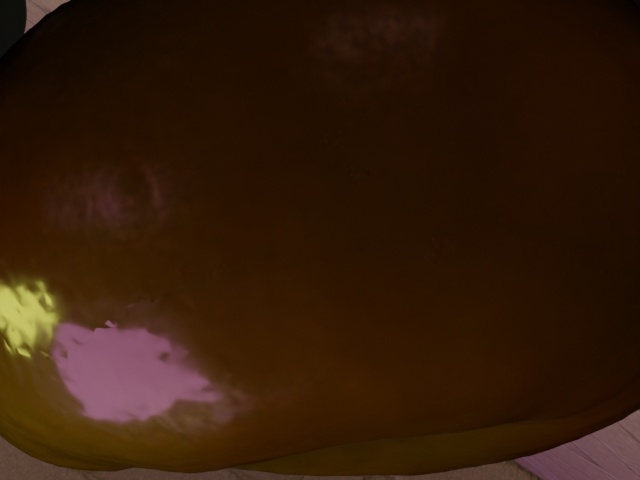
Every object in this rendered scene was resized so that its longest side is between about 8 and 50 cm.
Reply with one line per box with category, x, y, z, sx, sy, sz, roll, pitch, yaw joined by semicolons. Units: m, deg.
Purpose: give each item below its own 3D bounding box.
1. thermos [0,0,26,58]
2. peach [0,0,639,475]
thermos;-0.221;-0.172;0.764;0.145;0.182;0.286;0;-152;-35
peach;0.000;0.000;0.486;0.251;0.153;0.251;1;165;0
